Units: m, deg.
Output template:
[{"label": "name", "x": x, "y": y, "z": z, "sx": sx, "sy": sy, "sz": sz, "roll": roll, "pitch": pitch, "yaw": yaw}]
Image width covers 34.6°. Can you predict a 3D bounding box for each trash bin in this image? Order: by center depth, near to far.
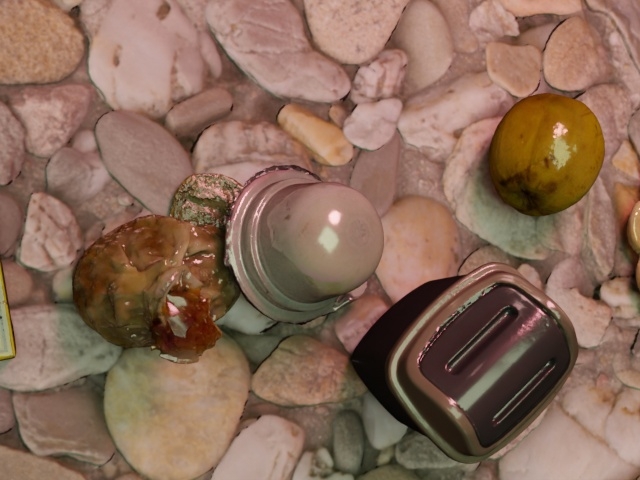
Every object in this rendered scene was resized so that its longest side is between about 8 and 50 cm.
[{"label": "trash bin", "x": 0.166, "y": 0.141, "z": 1.231, "sx": 0.209, "sy": 0.290, "sz": 0.182, "roll": -43, "pitch": 98, "yaw": -13}]

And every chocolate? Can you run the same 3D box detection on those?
[{"label": "chocolate", "x": 0.005, "y": 0.007, "z": 1.244, "sx": 0.221, "sy": 0.147, "sz": 0.221, "roll": -1, "pitch": 92, "yaw": -41}]

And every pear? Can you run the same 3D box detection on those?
[{"label": "pear", "x": 0.294, "y": -0.114, "z": 1.347, "sx": 0.149, "sy": 0.149, "sz": 0.162, "roll": 26, "pitch": 75, "yaw": -12}]

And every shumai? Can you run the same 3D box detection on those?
[{"label": "shumai", "x": -0.186, "y": 0.056, "z": 1.216, "sx": 0.209, "sy": 0.153, "sz": 0.161, "roll": -2, "pitch": 101, "yaw": -14}]

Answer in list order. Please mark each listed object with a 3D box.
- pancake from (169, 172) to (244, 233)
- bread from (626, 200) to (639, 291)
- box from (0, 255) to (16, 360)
[{"label": "pancake", "x": -0.138, "y": -0.038, "z": 1.299, "sx": 0.108, "sy": 0.017, "sz": 0.108, "roll": 0, "pitch": 88, "yaw": -15}, {"label": "bread", "x": 0.516, "y": 0.007, "z": 1.457, "sx": 0.182, "sy": 0.039, "sz": 0.250, "roll": -13, "pitch": 91, "yaw": -14}, {"label": "box", "x": -0.441, "y": 0.041, "z": 1.194, "sx": 0.141, "sy": 0.064, "sz": 0.220, "roll": -10, "pitch": 89, "yaw": -15}]
